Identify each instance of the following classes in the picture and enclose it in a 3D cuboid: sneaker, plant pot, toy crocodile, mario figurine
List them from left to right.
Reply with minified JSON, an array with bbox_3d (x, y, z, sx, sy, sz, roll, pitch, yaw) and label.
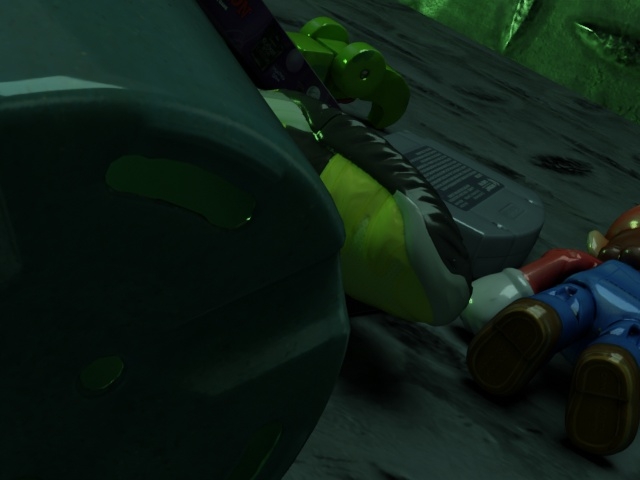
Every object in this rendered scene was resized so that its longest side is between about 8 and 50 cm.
[{"bbox_3d":[-0.176,-0.034,0.523,0.341,0.341,0.334,8,30,-44],"label":"plant pot"},{"bbox_3d":[-0.062,-0.031,0.984,0.385,0.147,0.145,31,-26,30],"label":"sneaker"},{"bbox_3d":[-0.036,-0.207,1.640,0.341,0.105,0.115,5,25,-38],"label":"toy crocodile"},{"bbox_3d":[0.235,0.086,1.116,0.320,0.170,0.198,-24,86,-55],"label":"mario figurine"}]

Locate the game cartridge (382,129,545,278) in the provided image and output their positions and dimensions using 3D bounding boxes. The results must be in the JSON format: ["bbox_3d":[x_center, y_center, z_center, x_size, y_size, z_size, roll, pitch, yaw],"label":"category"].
[{"bbox_3d":[0.126,-0.039,1.402,0.196,0.060,0.294,25,16,14],"label":"game cartridge"}]

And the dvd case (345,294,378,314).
[{"bbox_3d":[0.000,0.000,1.140,0.179,0.029,0.239,33,19,26],"label":"dvd case"}]

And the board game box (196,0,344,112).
[{"bbox_3d":[-0.095,-0.166,1.102,0.208,0.056,0.347,23,-19,42],"label":"board game box"}]
